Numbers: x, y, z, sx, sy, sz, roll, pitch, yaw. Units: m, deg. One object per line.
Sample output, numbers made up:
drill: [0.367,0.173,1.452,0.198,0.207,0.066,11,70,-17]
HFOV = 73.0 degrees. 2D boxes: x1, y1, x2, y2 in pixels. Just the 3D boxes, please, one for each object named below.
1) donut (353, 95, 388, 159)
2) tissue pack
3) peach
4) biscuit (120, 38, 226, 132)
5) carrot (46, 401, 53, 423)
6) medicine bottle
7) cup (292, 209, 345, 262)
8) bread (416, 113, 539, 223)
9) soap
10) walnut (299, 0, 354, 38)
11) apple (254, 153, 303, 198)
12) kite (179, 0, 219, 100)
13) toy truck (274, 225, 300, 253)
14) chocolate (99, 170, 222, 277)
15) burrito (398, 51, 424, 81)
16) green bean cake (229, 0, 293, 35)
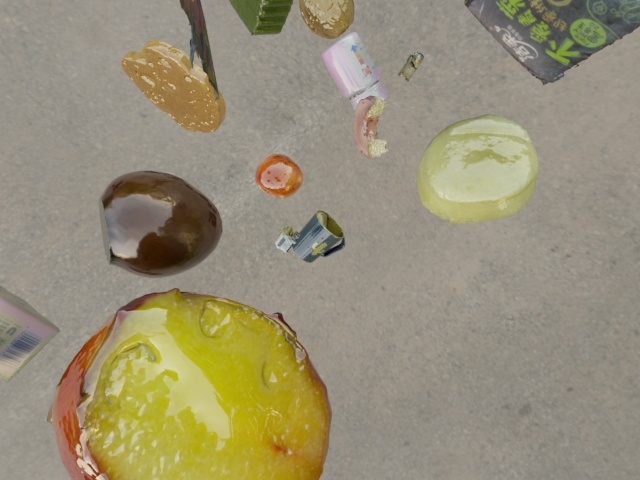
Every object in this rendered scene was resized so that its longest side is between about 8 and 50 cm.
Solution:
donut: [0.133,-0.309,1.170,0.065,0.117,0.166,-7,116,-22]
tissue pack: [0.278,-0.292,0.492,0.173,0.235,0.073,45,90,-2]
peach: [-0.132,0.193,0.493,0.281,0.281,0.338,-5,138,4]
biscuit: [-0.459,-0.492,1.391,0.351,0.057,0.312,37,151,-23]
carrot: [-0.416,0.365,0.899,0.260,0.070,0.070,25,111,-38]
medicine bottle: [0.126,-0.590,1.545,0.152,0.152,0.254,-30,108,12]
cup: [0.000,0.000,1.549,0.176,0.131,0.155,33,116,-32]
bread: [0.429,-0.187,1.208,0.320,0.237,0.320,-7,65,15]
soap: [-0.659,0.149,0.830,0.182,0.199,0.138,27,66,25]
walnut: [0.014,-0.696,1.290,0.184,0.155,0.155,44,105,-10]
apple: [-0.143,-0.214,1.466,0.163,0.163,0.139,45,78,-11]
kite: [-0.175,-0.342,0.587,0.016,0.321,0.234,-4,72,-3]
toy truck: [-0.108,-0.007,1.381,0.063,0.123,0.052,38,107,-5]
chocolate: [-0.224,-0.026,0.618,0.176,0.177,0.177,1,108,2]
burrito: [0.311,-0.602,1.498,0.051,0.171,0.042,19,89,-4]
green bean cake: [-0.223,-0.933,1.610,0.250,0.156,0.247,59,148,12]
